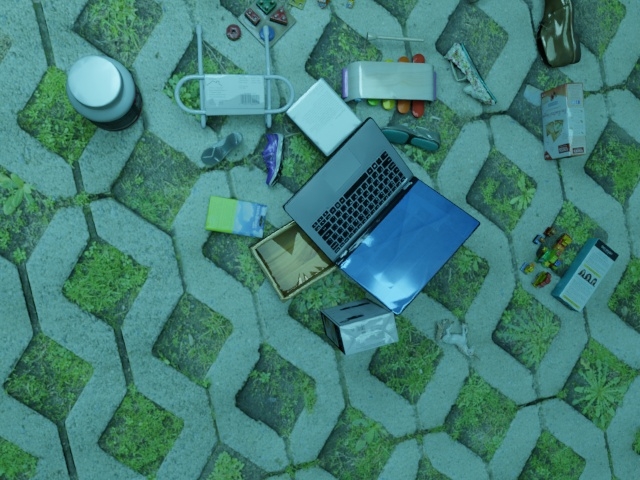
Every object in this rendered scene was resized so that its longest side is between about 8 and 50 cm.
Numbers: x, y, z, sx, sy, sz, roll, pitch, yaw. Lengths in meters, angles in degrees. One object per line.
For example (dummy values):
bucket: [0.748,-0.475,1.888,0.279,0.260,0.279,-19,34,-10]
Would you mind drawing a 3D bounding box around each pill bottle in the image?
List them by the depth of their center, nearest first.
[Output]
pill bottle: [-0.596,-0.407,1.670,0.176,0.318,0.176,-1,93,-10]

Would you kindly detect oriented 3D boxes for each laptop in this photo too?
laptop: [0.183,-0.075,1.772,0.382,0.236,0.408,-47,121,-8]

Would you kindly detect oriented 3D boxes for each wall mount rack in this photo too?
wall mount rack: [-0.258,-0.490,1.808,0.350,0.130,0.304,-2,106,-10]

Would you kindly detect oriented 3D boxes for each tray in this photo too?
tray: [0.000,0.000,1.911,0.411,0.076,0.203,-32,97,-6]

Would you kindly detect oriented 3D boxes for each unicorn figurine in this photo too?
unicorn figurine: [0.459,0.325,2.013,0.162,0.060,0.111,10,91,6]

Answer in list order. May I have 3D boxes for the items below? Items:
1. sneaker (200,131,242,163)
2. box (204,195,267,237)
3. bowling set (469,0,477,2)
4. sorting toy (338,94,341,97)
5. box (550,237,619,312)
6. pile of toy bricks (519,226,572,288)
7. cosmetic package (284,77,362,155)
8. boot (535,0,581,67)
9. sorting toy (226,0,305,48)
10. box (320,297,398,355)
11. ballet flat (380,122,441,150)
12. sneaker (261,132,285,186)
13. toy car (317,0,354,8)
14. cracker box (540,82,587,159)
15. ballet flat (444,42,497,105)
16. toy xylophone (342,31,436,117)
sneaker: [-0.300,-0.285,1.862,0.152,0.061,0.054,-30,105,12]
box: [-0.262,-0.073,1.878,0.178,0.042,0.109,9,91,-10]
bowling set: [0.463,-0.924,1.907,0.200,0.287,0.154,39,77,25]
sorting toy: [0.033,-0.436,1.930,0.083,0.012,0.062,-21,98,-8]
box: [0.906,0.117,2.072,0.100,0.060,0.244,37,86,-9]
pile of toy bricks: [0.768,0.052,2.024,0.118,0.105,0.212,39,86,-9]
cosmetic package: [0.007,-0.373,1.848,0.151,0.151,0.184,-43,99,3]
boot: [0.769,-0.727,2.001,0.115,0.112,0.305,-15,97,2]
sorting toy: [-0.157,-0.695,1.871,0.132,0.046,0.274,44,84,-9]
box: [0.111,0.254,1.829,0.169,0.290,0.087,-14,96,-11]
ballet flat: [0.290,-0.345,1.958,0.213,0.072,0.068,13,62,-10]
sneaker: [-0.153,-0.251,1.890,0.071,0.068,0.170,6,82,5]
toy car: [0.046,-0.746,1.901,0.122,0.060,0.040,10,122,-3]
cracker box: [0.798,-0.387,1.987,0.067,0.156,0.232,-6,93,-9]
ballet flat: [0.489,-0.533,1.979,0.077,0.091,0.241,-31,93,23]
toy xylophone: [0.231,-0.530,1.924,0.322,0.081,0.236,8,91,-10]
